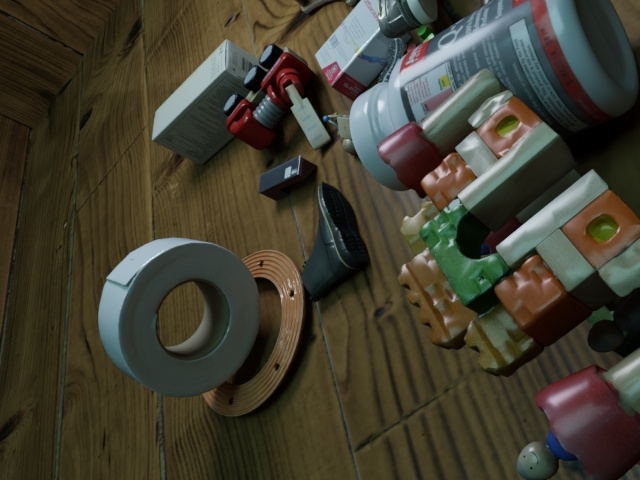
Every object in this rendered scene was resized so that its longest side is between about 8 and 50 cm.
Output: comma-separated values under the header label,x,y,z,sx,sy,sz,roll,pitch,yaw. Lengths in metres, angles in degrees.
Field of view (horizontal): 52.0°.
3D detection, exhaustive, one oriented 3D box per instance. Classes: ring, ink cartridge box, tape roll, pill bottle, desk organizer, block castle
label,x,y,z,sx,sy,sz,roll,pitch,yaw
ring,-0.138,0.180,1.303,0.337,0.032,0.336,-26,52,40
ink cartridge box,0.084,-0.390,1.317,0.175,0.072,0.127,-44,42,25
tape roll,-0.254,0.137,1.204,0.100,0.286,0.286,9,77,52
pill bottle,0.228,-0.208,0.931,0.363,0.210,0.210,-22,54,41
desk organizer,-0.069,-0.128,1.373,0.130,0.050,0.047,-20,56,43
block castle,0.245,0.050,0.698,0.213,0.303,0.453,-42,43,18

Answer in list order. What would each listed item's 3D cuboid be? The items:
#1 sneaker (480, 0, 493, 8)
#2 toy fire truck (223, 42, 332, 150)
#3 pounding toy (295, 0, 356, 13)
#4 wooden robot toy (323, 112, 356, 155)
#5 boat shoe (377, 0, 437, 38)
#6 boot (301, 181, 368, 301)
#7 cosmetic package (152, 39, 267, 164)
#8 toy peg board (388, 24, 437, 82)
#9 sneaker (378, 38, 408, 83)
label,x,y,z,sx,sy,sz,roll,pitch,yaw
sneaker,0.311,-0.473,1.093,0.188,0.071,0.066,-60,38,6
toy fire truck,-0.088,-0.272,1.421,0.217,0.159,0.246,-47,30,21
pounding toy,-0.024,-0.623,1.507,0.154,0.155,0.269,-54,39,8
wooden robot toy,0.072,-0.202,1.254,0.173,0.076,0.078,21,122,53
boat shoe,0.156,-0.486,1.223,0.091,0.109,0.304,-25,40,32
boot,0.000,0.000,1.207,0.137,0.077,0.197,-46,40,31
cosmetic package,-0.267,-0.335,1.638,0.309,0.160,0.113,-31,48,35
toy peg board,0.182,-0.280,1.135,0.160,0.079,0.161,-45,41,24
sneaker,0.143,-0.325,1.246,0.040,0.044,0.109,26,108,28
